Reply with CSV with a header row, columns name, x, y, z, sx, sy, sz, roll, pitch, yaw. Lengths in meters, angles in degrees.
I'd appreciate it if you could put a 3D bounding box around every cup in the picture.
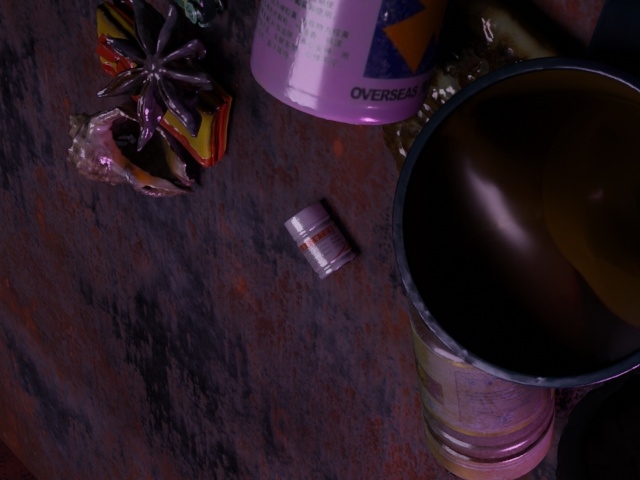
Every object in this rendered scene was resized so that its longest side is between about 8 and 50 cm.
name,x,y,z,sx,sy,sz,roll,pitch,yaw
cup,0.210,-0.043,1.220,0.242,0.292,0.308,-10,86,19

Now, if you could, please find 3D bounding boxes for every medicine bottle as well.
name,x,y,z,sx,sy,sz,roll,pitch,yaw
medicine bottle,0.046,-0.270,1.373,0.178,0.178,0.290,36,126,33
medicine bottle,0.000,0.000,1.898,0.089,0.057,0.057,57,151,2
medicine bottle,0.176,0.126,1.591,0.151,0.151,0.322,40,159,28

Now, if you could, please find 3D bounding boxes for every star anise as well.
name,x,y,z,sx,sy,sz,roll,pitch,yaw
star anise,-0.209,-0.213,1.910,0.204,0.061,0.180,47,111,18

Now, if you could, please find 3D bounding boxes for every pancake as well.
name,x,y,z,sx,sy,sz,roll,pitch,yaw
pancake,0.187,-0.108,1.502,0.427,0.067,0.305,29,142,41

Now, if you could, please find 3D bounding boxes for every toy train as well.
name,x,y,z,sx,sy,sz,roll,pitch,yaw
toy train,-0.157,-0.323,1.832,0.081,0.050,0.122,41,148,35

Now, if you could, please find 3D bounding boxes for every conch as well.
name,x,y,z,sx,sy,sz,roll,pitch,yaw
conch,-0.269,-0.127,2.109,0.207,0.130,0.155,35,162,5

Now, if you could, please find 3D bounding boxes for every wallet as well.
name,x,y,z,sx,sy,sz,roll,pitch,yaw
wallet,-0.218,-0.212,2.014,0.241,0.067,0.141,44,150,21

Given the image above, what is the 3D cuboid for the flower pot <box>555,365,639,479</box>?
name,x,y,z,sx,sy,sz,roll,pitch,yaw
flower pot,0.372,0.274,1.420,0.266,0.266,0.267,30,152,39
